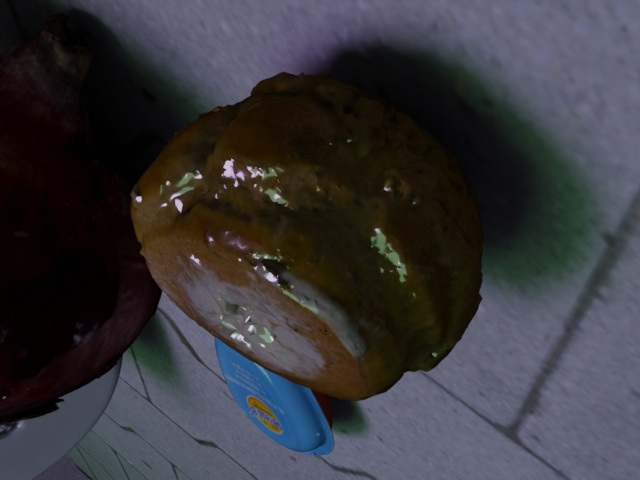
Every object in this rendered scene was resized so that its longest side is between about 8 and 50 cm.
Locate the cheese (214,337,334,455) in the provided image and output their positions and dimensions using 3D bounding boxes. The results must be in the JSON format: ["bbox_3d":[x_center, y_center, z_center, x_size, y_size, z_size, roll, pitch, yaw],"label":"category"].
[{"bbox_3d":[-0.045,0.061,0.639,0.106,0.037,0.256,23,143,40],"label":"cheese"}]

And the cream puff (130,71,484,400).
[{"bbox_3d":[0.000,-0.005,0.375,0.144,0.103,0.126,12,146,50],"label":"cream puff"}]

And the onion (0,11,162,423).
[{"bbox_3d":[-0.192,-0.027,0.533,0.252,0.219,0.252,28,-161,-11],"label":"onion"}]

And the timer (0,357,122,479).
[{"bbox_3d":[-0.332,0.067,0.843,0.285,0.285,0.285,35,155,19],"label":"timer"}]
